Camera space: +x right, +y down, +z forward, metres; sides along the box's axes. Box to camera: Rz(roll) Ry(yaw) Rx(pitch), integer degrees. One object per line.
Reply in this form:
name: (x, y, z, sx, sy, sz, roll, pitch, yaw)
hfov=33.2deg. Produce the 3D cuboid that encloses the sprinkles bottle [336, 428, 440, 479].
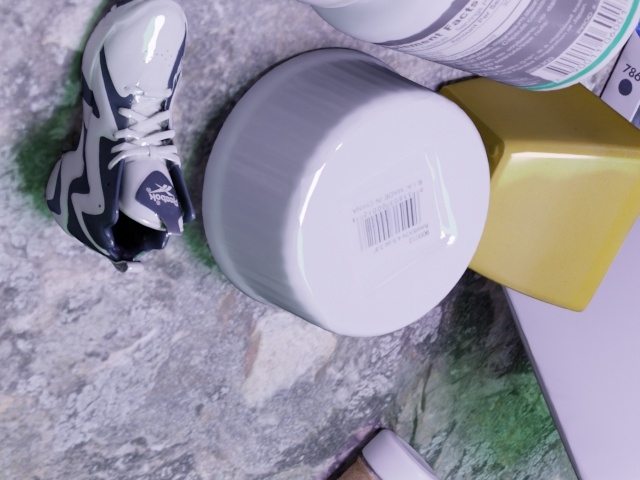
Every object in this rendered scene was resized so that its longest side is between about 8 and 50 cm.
sprinkles bottle: (0.011, 0.431, 1.523, 0.355, 0.121, 0.121, -46, 142, 2)

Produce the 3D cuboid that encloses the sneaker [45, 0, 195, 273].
sneaker: (-0.145, -0.076, 0.896, 0.094, 0.153, 0.235, 8, 119, -47)

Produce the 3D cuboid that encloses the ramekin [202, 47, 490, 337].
ramekin: (0.036, -0.040, 1.053, 0.277, 0.135, 0.277, -15, 117, -32)

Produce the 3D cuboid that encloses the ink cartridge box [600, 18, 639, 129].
ink cartridge box: (0.427, -0.154, 1.412, 0.165, 0.065, 0.332, -7, 127, -37)

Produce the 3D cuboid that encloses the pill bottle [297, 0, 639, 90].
pill bottle: (0.108, -0.256, 0.919, 0.361, 0.204, 0.204, 7, 119, -45)

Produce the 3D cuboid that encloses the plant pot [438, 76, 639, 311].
plant pot: (0.213, -0.068, 1.200, 0.187, 0.212, 0.212, 7, 120, -30)

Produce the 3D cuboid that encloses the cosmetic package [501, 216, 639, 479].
cosmetic package: (0.459, 0.177, 1.407, 0.330, 0.327, 0.393, -22, 152, 8)
